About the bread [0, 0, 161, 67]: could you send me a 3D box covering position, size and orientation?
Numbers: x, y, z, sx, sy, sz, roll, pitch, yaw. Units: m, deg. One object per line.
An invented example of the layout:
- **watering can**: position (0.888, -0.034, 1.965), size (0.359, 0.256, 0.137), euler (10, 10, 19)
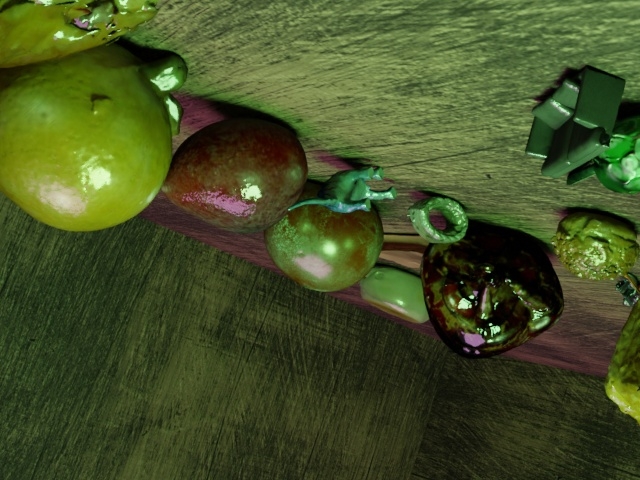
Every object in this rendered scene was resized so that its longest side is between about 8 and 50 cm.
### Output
- **bread**: position (-0.373, -0.275, 0.872), size (0.325, 0.166, 0.278), euler (1, -176, -42)

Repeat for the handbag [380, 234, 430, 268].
- **handbag**: position (0.250, 0.036, 1.945), size (0.157, 0.059, 0.213), euler (25, 168, -30)

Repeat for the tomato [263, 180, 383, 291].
- **tomato**: position (0.000, 0.000, 1.744), size (0.270, 0.222, 0.270), euler (15, 169, 3)

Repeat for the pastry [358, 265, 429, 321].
- **pastry**: position (0.244, 0.167, 2.472), size (0.265, 0.133, 0.265), euler (19, 171, 3)

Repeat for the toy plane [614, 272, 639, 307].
- **toy plane**: position (0.635, 0.108, 1.602), size (0.188, 0.062, 0.135), euler (28, -167, -31)

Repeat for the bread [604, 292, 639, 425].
- **bread**: position (0.480, 0.080, 0.920), size (0.149, 0.343, 0.195), euler (32, 168, -18)

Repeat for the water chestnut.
- **water chestnut**: position (0.335, 0.091, 1.569), size (0.289, 0.289, 0.244), euler (21, 137, -11)

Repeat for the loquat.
- **loquat**: position (-0.364, -0.183, 1.236), size (0.360, 0.328, 0.328), euler (-29, 158, 9)

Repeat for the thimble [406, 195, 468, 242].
- **thimble**: position (0.221, -0.040, 1.491), size (0.110, 0.084, 0.062), euler (20, 171, -19)

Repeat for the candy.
- **candy**: position (0.361, -0.096, 1.001), size (0.097, 0.097, 0.323), euler (19, 179, 2)

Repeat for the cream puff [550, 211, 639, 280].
- **cream puff**: position (0.454, 0.015, 1.299), size (0.144, 0.103, 0.126), euler (18, 171, -32)

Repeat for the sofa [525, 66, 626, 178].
- **sofa**: position (0.276, -0.129, 0.888), size (0.060, 0.085, 0.147), euler (16, 171, -4)

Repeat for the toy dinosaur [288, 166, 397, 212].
- **toy dinosaur**: position (0.055, -0.096, 1.436), size (0.145, 0.076, 0.329), euler (-5, -167, 16)

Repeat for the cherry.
- **cherry**: position (-0.149, -0.123, 1.384), size (0.240, 0.206, 0.239), euler (22, 171, 4)
